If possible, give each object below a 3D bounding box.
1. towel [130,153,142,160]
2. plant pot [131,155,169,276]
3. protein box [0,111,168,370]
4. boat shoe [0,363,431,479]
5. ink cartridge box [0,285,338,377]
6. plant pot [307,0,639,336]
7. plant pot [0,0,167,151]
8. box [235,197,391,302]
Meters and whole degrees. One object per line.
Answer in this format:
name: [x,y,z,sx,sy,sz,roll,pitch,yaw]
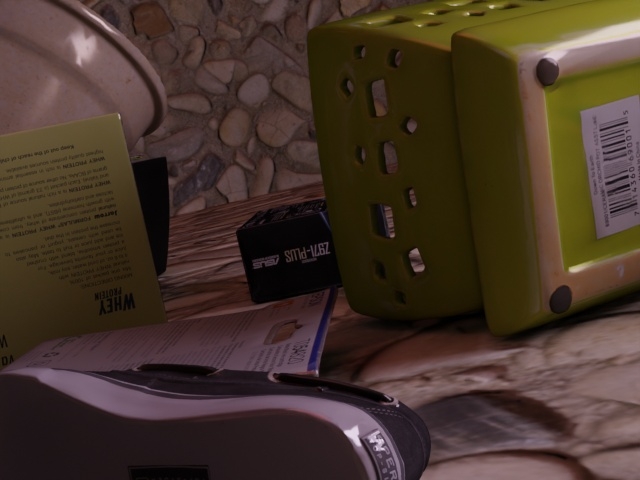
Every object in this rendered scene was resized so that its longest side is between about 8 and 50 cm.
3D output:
towel: [-0.296,-0.107,1.353,0.083,0.010,0.060,-17,7,-40]
plant pot: [-0.304,-0.014,1.350,0.188,0.167,0.187,-12,7,7]
protein box: [-0.245,0.015,0.808,0.199,0.201,0.136,-14,6,-14]
boat shoe: [-0.059,0.086,0.416,0.228,0.080,0.076,-7,2,31]
ink cartridge box: [-0.098,0.088,0.595,0.223,0.045,0.223,-11,7,6]
plant pot: [0.144,-0.062,0.692,0.227,0.228,0.207,-15,14,-25]
plant pot: [-0.384,-0.090,1.091,0.333,0.306,0.334,18,-21,7]
box: [0.000,0.000,1.033,0.147,0.078,0.180,-12,7,4]
